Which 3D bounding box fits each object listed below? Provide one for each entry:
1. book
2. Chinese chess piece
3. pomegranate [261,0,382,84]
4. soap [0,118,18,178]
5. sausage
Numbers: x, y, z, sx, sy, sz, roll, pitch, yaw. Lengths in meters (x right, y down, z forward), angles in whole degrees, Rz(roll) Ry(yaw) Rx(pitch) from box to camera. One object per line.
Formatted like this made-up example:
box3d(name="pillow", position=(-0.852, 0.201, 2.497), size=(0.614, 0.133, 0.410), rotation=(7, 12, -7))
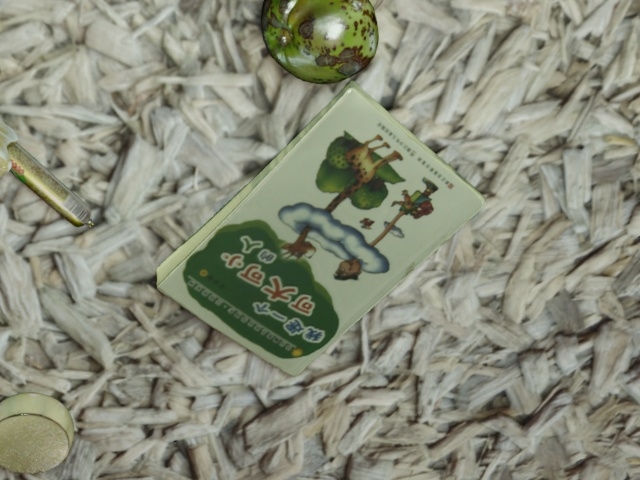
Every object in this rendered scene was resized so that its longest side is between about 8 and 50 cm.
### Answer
box3d(name="book", position=(0.000, 0.000, 1.338), size=(0.260, 0.043, 0.371), rotation=(37, 110, -27))
box3d(name="Chinese chess piece", position=(-0.407, 0.269, 1.436), size=(0.122, 0.051, 0.122), rotation=(-5, 124, -7))
box3d(name="pomegranate", position=(0.010, -0.254, 1.134), size=(0.163, 0.138, 0.125), rotation=(-56, 151, 2))
box3d(name="soap", position=(-0.496, -0.069, 1.158), size=(0.274, 0.089, 0.173), rotation=(-38, 119, 20))
box3d(name="sausage", position=(-0.368, -0.101, 1.221), size=(0.033, 0.033, 0.269), rotation=(-37, 120, 14))
